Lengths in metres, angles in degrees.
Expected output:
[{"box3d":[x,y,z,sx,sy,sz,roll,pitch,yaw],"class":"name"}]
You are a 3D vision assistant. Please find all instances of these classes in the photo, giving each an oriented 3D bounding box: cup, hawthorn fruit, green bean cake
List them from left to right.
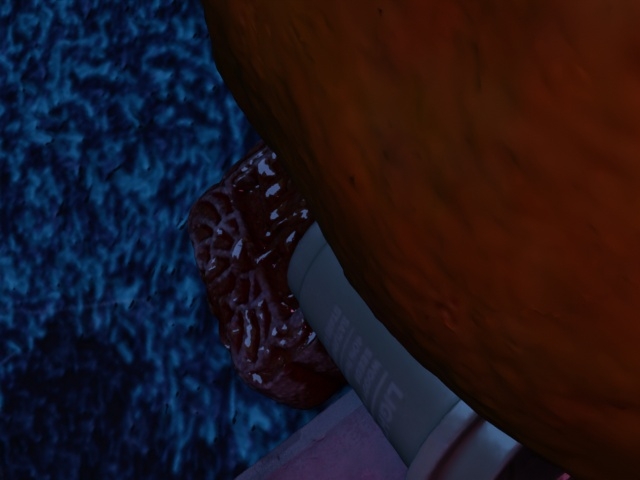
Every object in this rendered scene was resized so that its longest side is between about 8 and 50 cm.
[{"box3d":[0.000,0.000,0.849,0.136,0.056,0.135,-40,50,19],"class":"green bean cake"},{"box3d":[0.054,0.046,0.719,0.120,0.120,0.141,-50,61,10],"class":"cup"},{"box3d":[0.168,-0.133,0.517,0.472,0.472,0.471,-19,58,33],"class":"hawthorn fruit"}]

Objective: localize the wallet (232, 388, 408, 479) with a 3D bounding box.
[{"box3d":[-0.017,0.161,0.806,0.232,0.025,0.119,-39,49,20],"class":"wallet"}]
